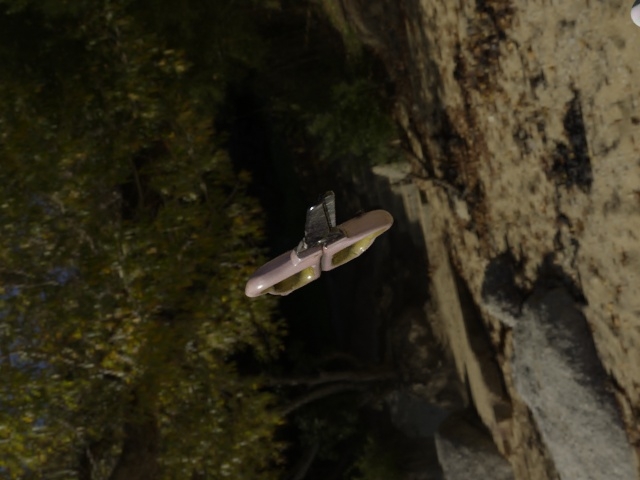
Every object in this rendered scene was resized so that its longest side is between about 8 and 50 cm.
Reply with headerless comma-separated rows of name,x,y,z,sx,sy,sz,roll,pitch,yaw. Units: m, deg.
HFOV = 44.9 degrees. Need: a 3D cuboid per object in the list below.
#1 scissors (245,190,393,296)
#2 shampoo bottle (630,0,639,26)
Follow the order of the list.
scissors,0.000,0.000,0.675,0.024,0.160,0.317,62,174,10
shampoo bottle,0.432,-0.300,0.960,0.043,0.072,0.099,53,177,-8
